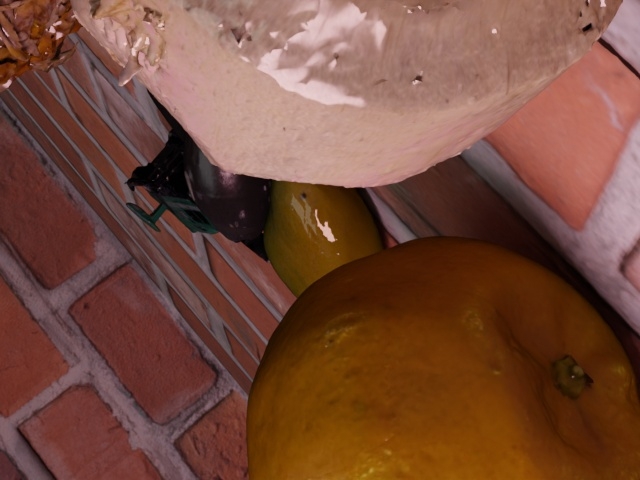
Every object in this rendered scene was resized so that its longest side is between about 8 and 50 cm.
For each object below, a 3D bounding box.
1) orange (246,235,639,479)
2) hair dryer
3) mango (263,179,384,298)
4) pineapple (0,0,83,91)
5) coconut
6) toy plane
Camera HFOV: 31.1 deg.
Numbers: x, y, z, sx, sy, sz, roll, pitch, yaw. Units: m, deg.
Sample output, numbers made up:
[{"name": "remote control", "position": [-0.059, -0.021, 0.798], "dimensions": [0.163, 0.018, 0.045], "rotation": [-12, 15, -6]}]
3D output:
[{"name": "orange", "position": [0.086, 0.131, 0.738], "dimensions": [0.279, 0.235, 0.279], "rotation": [37, -147, -29]}, {"name": "hair dryer", "position": [-0.138, -0.145, 1.134], "dimensions": [0.271, 0.091, 0.235], "rotation": [44, 155, 42]}, {"name": "mango", "position": [0.002, 0.003, 1.022], "dimensions": [0.122, 0.085, 0.191], "rotation": [51, 167, 18]}, {"name": "pineapple", "position": [-0.314, -0.277, 0.894], "dimensions": [0.300, 0.352, 0.352], "rotation": [30, 156, 33]}, {"name": "coconut", "position": [0.007, -0.121, 0.462], "dimensions": [0.224, 0.224, 0.234], "rotation": [53, 154, -1]}, {"name": "toy plane", "position": [-0.146, -0.051, 1.344], "dimensions": [0.155, 0.106, 0.381], "rotation": [45, 164, -20]}]
